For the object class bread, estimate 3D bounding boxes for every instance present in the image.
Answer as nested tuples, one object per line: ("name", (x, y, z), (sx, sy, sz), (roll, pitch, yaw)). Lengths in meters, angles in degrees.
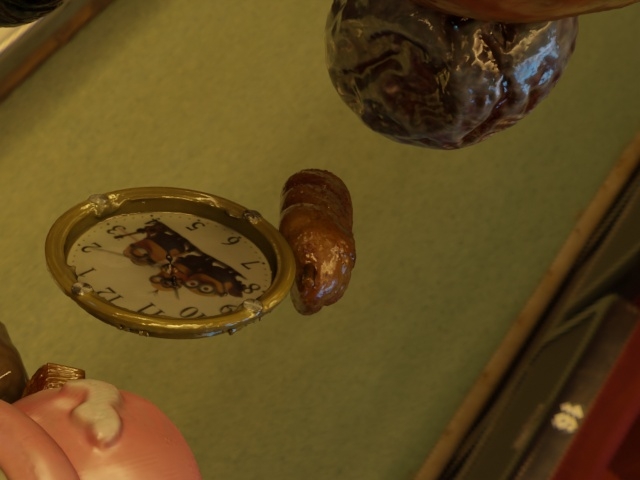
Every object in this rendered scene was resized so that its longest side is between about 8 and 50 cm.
("bread", (-0.002, 0.001, 1.437), (0.084, 0.344, 0.124), (-11, 104, 2))
("bread", (-0.236, 0.149, 1.179), (0.053, 0.085, 0.085), (8, 68, -14))

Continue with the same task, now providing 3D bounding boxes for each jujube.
("jujube", (0.139, -0.225, 1.408), (0.215, 0.308, 0.246), (-41, 106, -24))

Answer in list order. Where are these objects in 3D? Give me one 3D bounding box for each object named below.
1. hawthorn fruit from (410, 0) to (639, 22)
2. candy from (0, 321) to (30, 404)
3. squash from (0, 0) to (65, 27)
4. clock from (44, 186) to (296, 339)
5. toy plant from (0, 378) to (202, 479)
("hawthorn fruit", (0.177, -0.384, 1.022), (0.472, 0.472, 0.471), (12, 67, -29))
("candy", (-0.316, 0.173, 1.262), (0.102, 0.234, 0.104), (-22, 52, -24))
("squash", (-0.315, -0.300, 1.306), (0.193, 0.193, 0.156), (26, 61, -23))
("clock", (-0.141, 0.029, 1.271), (0.237, 0.057, 0.237), (8, 33, -5))
("toy plant", (-0.272, 0.206, 0.959), (0.317, 0.210, 0.356), (33, 30, 34))
